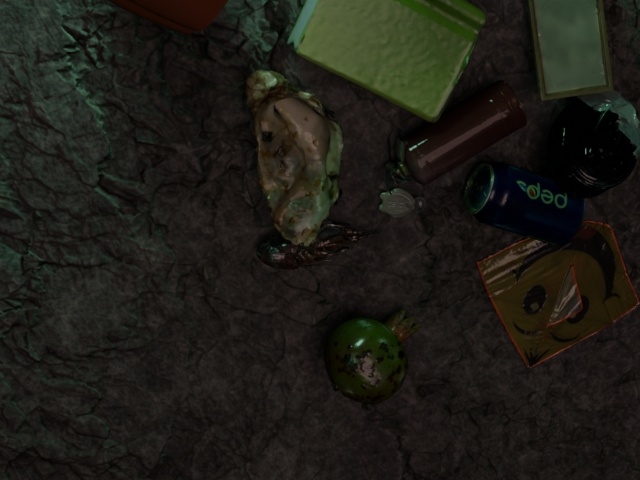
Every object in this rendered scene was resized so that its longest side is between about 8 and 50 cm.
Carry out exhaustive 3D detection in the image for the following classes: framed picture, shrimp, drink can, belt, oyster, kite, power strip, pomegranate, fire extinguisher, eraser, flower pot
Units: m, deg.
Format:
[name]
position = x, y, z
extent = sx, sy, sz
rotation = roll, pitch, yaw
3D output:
[framed picture]
position = 0.429, -0.349, 1.583
extent = 0.136, 0.010, 0.200
rotation = -9, 95, -10
[shrimp]
position = 0.000, 0.000, 1.615
extent = 0.233, 0.079, 0.090
rotation = -12, 118, -14
[drink can]
position = 0.367, -0.067, 1.652
extent = 0.205, 0.118, 0.118
rotation = 16, 106, -20
[belt]
position = 0.485, -0.174, 1.618
extent = 0.151, 0.078, 0.198
rotation = 19, 73, -7
[oyster]
position = -0.050, -0.136, 1.535
extent = 0.166, 0.094, 0.294
rotation = 0, 107, -15
[kite]
position = 0.462, 0.108, 1.800
extent = 0.378, 0.013, 0.327
rotation = 10, 109, -18
[power strip]
position = 0.147, -0.069, 1.651
extent = 0.083, 0.035, 0.055
rotation = 3, 110, -1
[pomegranate]
position = 0.099, 0.207, 1.684
extent = 0.205, 0.159, 0.159
rotation = -42, 117, -23
[fire extinguisher]
position = 0.219, -0.169, 1.584
extent = 0.269, 0.105, 0.104
rotation = -30, 114, 0
[eraser]
position = 0.110, -0.343, 1.501
extent = 0.274, 0.092, 0.210
rotation = 22, 104, -18
[flower pot]
position = -0.224, -0.403, 1.356
extent = 0.173, 0.190, 0.190
rotation = 31, 101, -32
